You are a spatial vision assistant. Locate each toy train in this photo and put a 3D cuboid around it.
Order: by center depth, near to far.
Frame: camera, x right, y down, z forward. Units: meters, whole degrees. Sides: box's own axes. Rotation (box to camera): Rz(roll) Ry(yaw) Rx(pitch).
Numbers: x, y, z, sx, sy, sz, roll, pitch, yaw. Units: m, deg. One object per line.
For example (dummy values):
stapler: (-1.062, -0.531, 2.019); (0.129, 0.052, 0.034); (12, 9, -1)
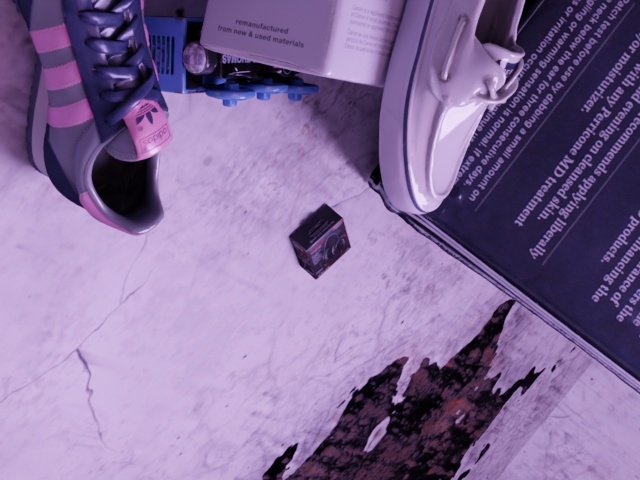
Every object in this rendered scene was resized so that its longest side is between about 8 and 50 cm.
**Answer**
toy train: (-0.074, -0.163, 1.084); (0.184, 0.105, 0.080); (-15, 113, -56)

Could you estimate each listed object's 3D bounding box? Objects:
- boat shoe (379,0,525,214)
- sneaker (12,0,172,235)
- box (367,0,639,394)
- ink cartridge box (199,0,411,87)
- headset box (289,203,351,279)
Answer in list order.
boat shoe: (0.116, -0.144, 0.963); (0.096, 0.088, 0.268); (-2, 108, -58)
sneaker: (-0.159, -0.137, 0.956); (0.112, 0.131, 0.319); (-33, 150, -28)
box: (0.324, -0.023, 1.282); (0.297, 0.471, 0.480); (-51, -177, 4)
ink cartridge box: (0.043, -0.279, 0.989); (0.226, 0.131, 0.306); (0, 103, -57)
headset box: (0.000, 0.000, 1.484); (0.062, 0.032, 0.083); (-42, 154, -14)
